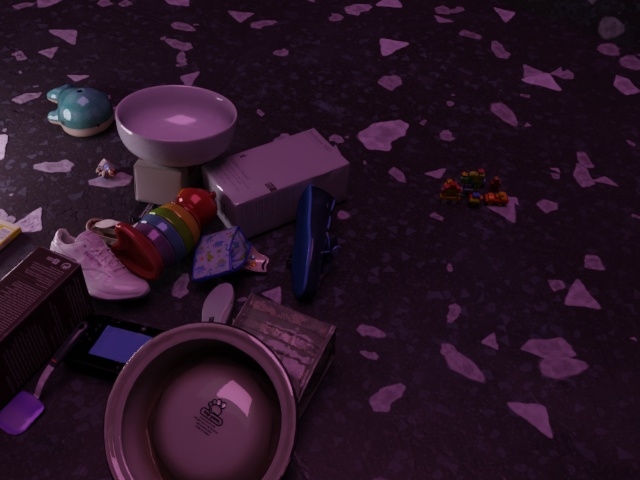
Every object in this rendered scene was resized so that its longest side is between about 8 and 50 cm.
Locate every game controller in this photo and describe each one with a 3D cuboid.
[{"bbox_3d":[-0.458,0.269,1.707,0.319,0.067,0.166,13,47,8],"label":"game controller"}]

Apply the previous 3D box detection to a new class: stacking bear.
[{"bbox_3d":[-0.395,-0.038,1.897,0.164,0.175,0.289,41,55,4],"label":"stacking bear"}]

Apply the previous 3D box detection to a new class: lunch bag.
[{"bbox_3d":[-0.268,0.048,1.884,0.129,0.096,0.151,-17,32,23],"label":"lunch bag"},{"bbox_3d":[-0.125,0.299,1.637,0.235,0.169,0.287,21,54,15],"label":"lunch bag"}]

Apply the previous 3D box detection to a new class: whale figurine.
[{"bbox_3d":[-0.804,-0.458,2.325,0.216,0.141,0.272,-30,55,-28],"label":"whale figurine"}]

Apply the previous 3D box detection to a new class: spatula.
[{"bbox_3d":[-0.631,0.312,1.631,0.084,0.030,0.296,28,75,20],"label":"spatula"}]

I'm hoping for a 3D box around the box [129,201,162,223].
[{"bbox_3d":[-0.462,-0.081,2.067,0.162,0.029,0.116,13,46,11],"label":"box"}]

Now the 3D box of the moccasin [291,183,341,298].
[{"bbox_3d":[0.000,0.000,1.925,0.117,0.138,0.341,17,63,-21],"label":"moccasin"}]

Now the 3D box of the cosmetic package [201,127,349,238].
[{"bbox_3d":[-0.128,-0.171,2.090,0.385,0.156,0.217,-25,51,-24],"label":"cosmetic package"}]

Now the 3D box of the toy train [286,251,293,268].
[{"bbox_3d":[-0.052,0.019,1.995,0.027,0.036,0.158,23,49,17],"label":"toy train"}]

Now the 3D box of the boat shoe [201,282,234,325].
[{"bbox_3d":[-0.257,0.209,1.778,0.078,0.070,0.219,-7,48,20],"label":"boat shoe"}]

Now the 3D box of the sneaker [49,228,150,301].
[{"bbox_3d":[-0.580,0.063,1.828,0.305,0.152,0.114,19,14,12],"label":"sneaker"}]

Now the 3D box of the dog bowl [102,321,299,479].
[{"bbox_3d":[-0.230,0.382,1.461,0.408,0.150,0.407,-3,72,11],"label":"dog bowl"}]

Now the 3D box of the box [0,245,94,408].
[{"bbox_3d":[-0.721,0.215,1.657,0.143,0.191,0.381,21,47,15],"label":"box"}]

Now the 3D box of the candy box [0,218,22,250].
[{"bbox_3d":[-0.936,0.016,1.942,0.105,0.027,0.206,19,48,17],"label":"candy box"}]

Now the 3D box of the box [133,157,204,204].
[{"bbox_3d":[-0.448,-0.220,2.111,0.149,0.126,0.232,9,37,3],"label":"box"}]

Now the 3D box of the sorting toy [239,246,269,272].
[{"bbox_3d":[-0.182,0.062,1.945,0.075,0.044,0.083,12,48,-3],"label":"sorting toy"}]

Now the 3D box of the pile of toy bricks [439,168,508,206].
[{"bbox_3d":[0.476,-0.176,2.172,0.212,0.105,0.118,4,46,-1],"label":"pile of toy bricks"}]

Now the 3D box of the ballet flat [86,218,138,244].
[{"bbox_3d":[-0.536,-0.016,1.964,0.249,0.086,0.086,9,46,4],"label":"ballet flat"}]

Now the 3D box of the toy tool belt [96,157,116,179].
[{"bbox_3d":[-0.663,-0.211,2.171,0.051,0.052,0.083,-39,51,3],"label":"toy tool belt"}]

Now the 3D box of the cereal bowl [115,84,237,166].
[{"bbox_3d":[-0.409,-0.310,2.012,0.339,0.141,0.339,6,37,-4],"label":"cereal bowl"}]
